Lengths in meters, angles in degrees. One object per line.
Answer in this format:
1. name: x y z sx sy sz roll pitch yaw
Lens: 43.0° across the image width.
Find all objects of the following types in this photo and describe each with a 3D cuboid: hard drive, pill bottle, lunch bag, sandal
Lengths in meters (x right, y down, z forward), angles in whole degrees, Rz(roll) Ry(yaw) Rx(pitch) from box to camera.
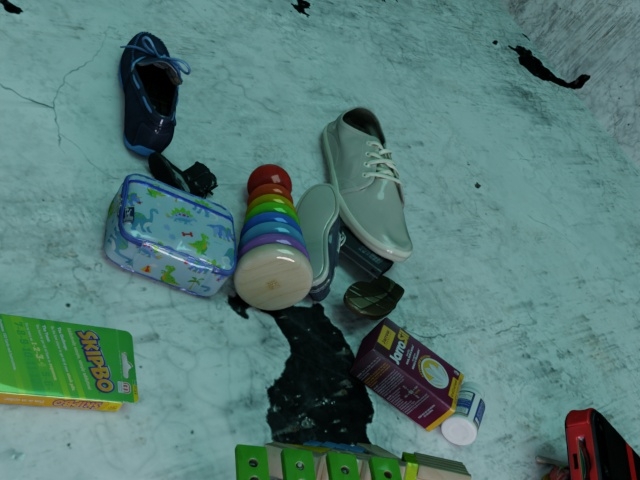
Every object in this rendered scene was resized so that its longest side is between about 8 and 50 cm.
1. hard drive: 0.080 0.021 1.661 0.135 0.022 0.094 37 21 11
2. pill bottle: 0.271 0.319 1.517 0.067 0.067 0.120 40 36 -1
3. lunch bag: -0.251 -0.014 1.376 0.218 0.090 0.176 23 36 -24
4. sandal: 0.101 0.118 1.588 0.090 0.060 0.219 36 19 10

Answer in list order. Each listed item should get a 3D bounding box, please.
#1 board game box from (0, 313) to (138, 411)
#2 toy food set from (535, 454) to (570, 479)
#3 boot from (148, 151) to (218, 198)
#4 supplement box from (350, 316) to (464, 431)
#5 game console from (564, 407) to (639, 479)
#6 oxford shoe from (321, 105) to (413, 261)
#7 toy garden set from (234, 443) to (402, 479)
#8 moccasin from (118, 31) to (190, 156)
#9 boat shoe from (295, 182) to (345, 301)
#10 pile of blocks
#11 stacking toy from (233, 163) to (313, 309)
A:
1. board game box: -0.379 0.166 1.113 0.259 0.039 0.124 11 46 -31
2. toy food set: 0.484 0.489 1.530 0.128 0.071 0.218 26 38 -20
3. boot: -0.255 -0.126 1.525 0.121 0.045 0.099 51 39 2
4. supplement box: 0.159 0.243 1.483 0.188 0.081 0.104 37 36 -5
5. game console: 0.561 0.532 1.491 0.342 0.060 0.387 45 36 -30
6. oxford shoe: 0.109 -0.141 1.785 0.169 0.130 0.450 19 38 -33
7. toy garden set: 0.004 0.381 1.076 0.244 0.049 0.204 11 40 -20
8. moccasin: -0.315 -0.306 1.597 0.137 0.117 0.342 13 44 -33
9. boat shoe: 0.000 0.000 1.576 0.079 0.095 0.255 68 16 -49
10. pile of blocks: 0.065 0.384 1.255 0.361 0.149 0.113 13 87 -20
11. stacking toy: -0.095 -0.027 1.515 0.141 0.141 0.330 23 32 -23
